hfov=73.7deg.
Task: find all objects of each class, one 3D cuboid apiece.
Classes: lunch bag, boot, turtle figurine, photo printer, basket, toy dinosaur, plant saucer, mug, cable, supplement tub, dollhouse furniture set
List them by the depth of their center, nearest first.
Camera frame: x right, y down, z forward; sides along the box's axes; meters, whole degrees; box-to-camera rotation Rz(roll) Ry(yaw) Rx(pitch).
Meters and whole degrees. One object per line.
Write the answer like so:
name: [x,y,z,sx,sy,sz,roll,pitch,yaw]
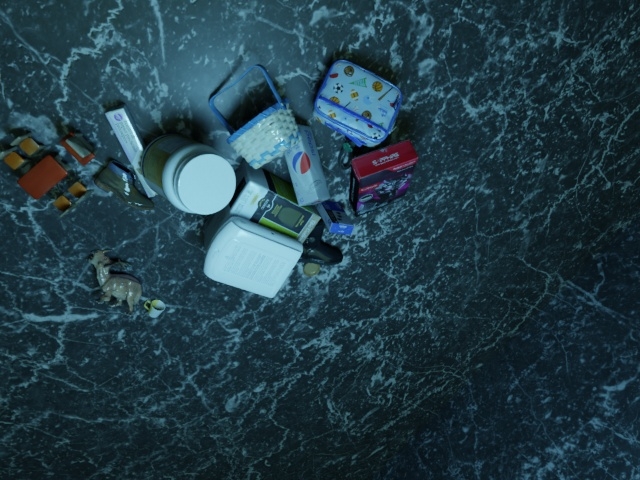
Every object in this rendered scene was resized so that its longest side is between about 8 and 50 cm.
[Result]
dollhouse furniture set: [-0.870,-0.239,1.397,0.259,0.135,0.262,-37,113,7]
supplement tub: [-0.443,-0.222,1.432,0.228,0.316,0.228,-19,121,-34]
basket: [-0.224,-0.416,1.473,0.254,0.201,0.289,-21,113,33]
lunch bag: [0.135,-0.477,1.527,0.303,0.115,0.243,26,83,-5]
boot: [-0.687,-0.196,1.544,0.219,0.082,0.106,30,111,-28]
photo printer: [-0.255,0.061,1.556,0.307,0.107,0.256,21,114,-26]
turtle figurine: [0.204,-0.385,1.651,0.234,0.118,0.175,-37,99,-14]
cable: [0.113,-0.424,1.688,0.139,0.072,0.287,-27,140,-24]
toy dinosaur: [-0.800,0.175,1.723,0.295,0.127,0.200,45,64,-49]
mug: [-0.721,0.296,1.859,0.062,0.078,0.064,-3,138,-54]
boot: [0.000,0.000,1.870,0.246,0.094,0.207,5,123,-13]
plant saucer: [-0.043,0.130,1.985,0.083,0.015,0.083,-8,123,-12]

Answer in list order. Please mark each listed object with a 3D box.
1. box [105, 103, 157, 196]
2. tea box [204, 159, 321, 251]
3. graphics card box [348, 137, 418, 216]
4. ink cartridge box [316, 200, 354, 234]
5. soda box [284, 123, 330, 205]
box: [-0.642,-0.308,1.499,0.063,0.067,0.324,-19,125,-5]
tea box: [-0.234,-0.076,1.676,0.323,0.220,0.329,27,110,-28]
graphics card box: [0.235,-0.234,1.686,0.232,0.094,0.371,-20,162,-6]
ink cartridge box: [0.058,-0.098,1.760,0.097,0.207,0.046,7,118,-21]
soda box: [-0.058,-0.276,1.579,0.091,0.098,0.286,-17,87,33]
